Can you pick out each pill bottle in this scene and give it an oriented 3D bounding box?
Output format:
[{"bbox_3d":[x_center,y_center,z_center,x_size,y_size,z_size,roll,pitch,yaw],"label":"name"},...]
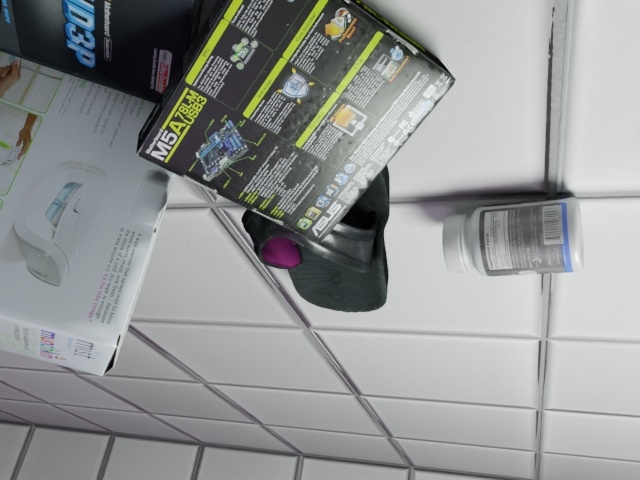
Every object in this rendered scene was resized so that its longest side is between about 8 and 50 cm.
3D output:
[{"bbox_3d":[0.205,-0.001,0.658,0.137,0.078,0.078,-5,148,26],"label":"pill bottle"}]

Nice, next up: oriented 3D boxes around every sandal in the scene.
[{"bbox_3d":[0.003,0.001,0.697,0.167,0.107,0.446,1,150,17],"label":"sandal"}]

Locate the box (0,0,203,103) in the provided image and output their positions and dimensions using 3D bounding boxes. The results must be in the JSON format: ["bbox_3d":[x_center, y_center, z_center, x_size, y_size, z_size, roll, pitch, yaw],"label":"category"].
[{"bbox_3d":[-0.171,-0.205,0.442,0.175,0.051,0.220,17,150,-11],"label":"box"}]

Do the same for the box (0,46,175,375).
[{"bbox_3d":[-0.254,-0.045,0.541,0.231,0.262,0.127,19,151,-17],"label":"box"}]

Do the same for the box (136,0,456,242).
[{"bbox_3d":[-0.021,-0.107,0.494,0.184,0.045,0.191,27,118,-25],"label":"box"}]
